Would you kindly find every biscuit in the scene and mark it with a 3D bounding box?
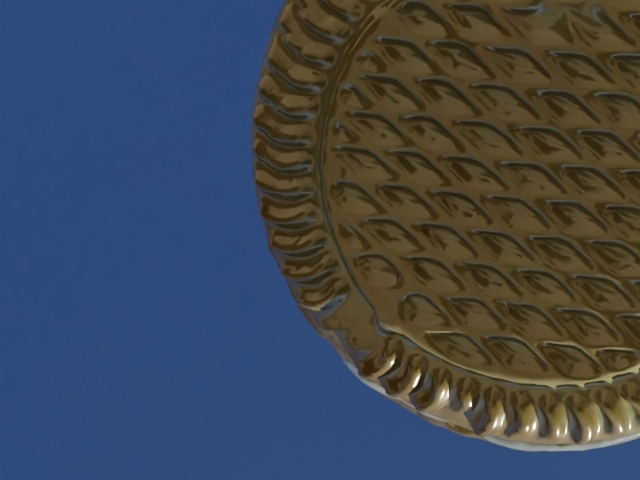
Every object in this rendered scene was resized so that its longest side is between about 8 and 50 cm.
[{"bbox_3d":[0.087,-0.030,0.647,0.259,0.079,0.259,6,-70,17],"label":"biscuit"}]
